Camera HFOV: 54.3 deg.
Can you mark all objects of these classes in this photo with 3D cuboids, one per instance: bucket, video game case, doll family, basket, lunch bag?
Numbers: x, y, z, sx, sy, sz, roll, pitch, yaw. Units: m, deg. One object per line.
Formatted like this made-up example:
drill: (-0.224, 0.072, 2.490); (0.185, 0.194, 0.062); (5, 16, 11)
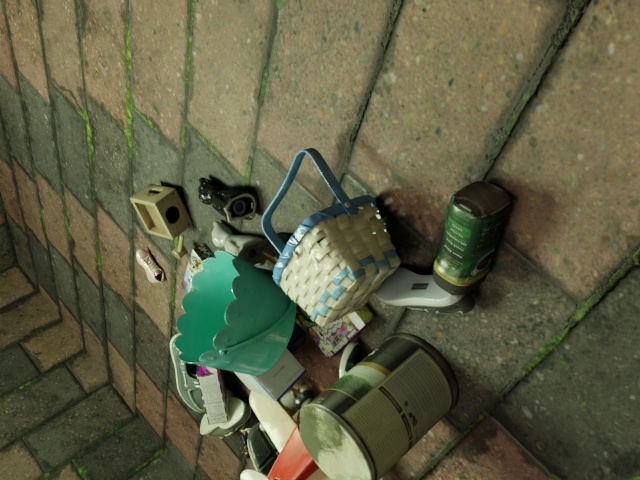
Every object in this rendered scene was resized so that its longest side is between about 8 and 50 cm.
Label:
bucket: (-0.196, 0.176, 1.457); (0.183, 0.281, 0.281); (24, 160, -31)
video game case: (0.008, 0.151, 1.465); (0.210, 0.042, 0.232); (52, 145, 12)
doll family: (-0.223, 0.689, 2.087); (0.193, 0.076, 0.111); (43, -144, -65)
basket: (0.000, 0.000, 1.219); (0.289, 0.201, 0.254); (53, 140, 16)
lunch bag: (-0.090, 0.255, 1.646); (0.098, 0.067, 0.065); (38, 140, 27)

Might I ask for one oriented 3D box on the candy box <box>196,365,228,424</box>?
candy box: (-0.361, 0.476, 2.087); (0.159, 0.071, 0.233); (-107, 11, -55)

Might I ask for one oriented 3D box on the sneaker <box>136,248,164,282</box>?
sneaker: (-0.580, 0.088, 2.146); (0.070, 0.051, 0.134); (4, 122, 48)

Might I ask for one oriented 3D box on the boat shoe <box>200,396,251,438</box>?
boat shoe: (-0.319, 0.629, 2.198); (0.091, 0.109, 0.305); (26, 142, -26)

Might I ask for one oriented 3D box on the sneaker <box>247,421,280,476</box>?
sneaker: (-0.124, 0.794, 2.012); (0.447, 0.169, 0.257); (55, 144, 1)

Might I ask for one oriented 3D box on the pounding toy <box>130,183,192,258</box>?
pounding toy: (-0.426, -0.052, 1.817); (0.181, 0.094, 0.206); (13, 135, 40)

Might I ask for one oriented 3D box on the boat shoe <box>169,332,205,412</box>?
boat shoe: (-0.450, 0.485, 2.232); (0.099, 0.116, 0.319); (7, 116, 53)

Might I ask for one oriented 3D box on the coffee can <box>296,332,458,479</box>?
coffee can: (0.119, 0.344, 1.270); (0.202, 0.275, 0.201); (31, 136, 34)

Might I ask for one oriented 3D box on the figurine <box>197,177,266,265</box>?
figurine: (-0.235, -0.048, 1.592); (0.209, 0.092, 0.214); (27, 136, 49)

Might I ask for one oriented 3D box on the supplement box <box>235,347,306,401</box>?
supplement box: (-0.147, 0.328, 1.629); (0.114, 0.111, 0.220); (50, 158, -12)

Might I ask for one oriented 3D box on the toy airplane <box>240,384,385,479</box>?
toy airplane: (-0.017, 0.552, 1.603); (0.385, 0.272, 0.385); (-13, 77, 35)

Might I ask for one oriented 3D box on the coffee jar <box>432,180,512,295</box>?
coffee jar: (0.241, 0.001, 1.013); (0.079, 0.096, 0.184); (37, 140, 32)

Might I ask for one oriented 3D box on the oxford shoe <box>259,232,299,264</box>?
oxford shoe: (-0.085, 0.039, 1.434); (0.076, 0.076, 0.212); (65, 169, -26)

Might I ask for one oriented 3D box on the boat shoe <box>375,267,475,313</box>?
boat shoe: (0.195, 0.102, 1.176); (0.076, 0.080, 0.229); (42, 154, -26)

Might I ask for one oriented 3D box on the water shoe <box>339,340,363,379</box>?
water shoe: (0.086, 0.334, 1.430); (0.080, 0.073, 0.203); (2, 74, 29)

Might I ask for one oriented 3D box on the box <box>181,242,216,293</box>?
box: (-0.341, 0.132, 1.885); (0.159, 0.044, 0.233); (49, 145, 13)
